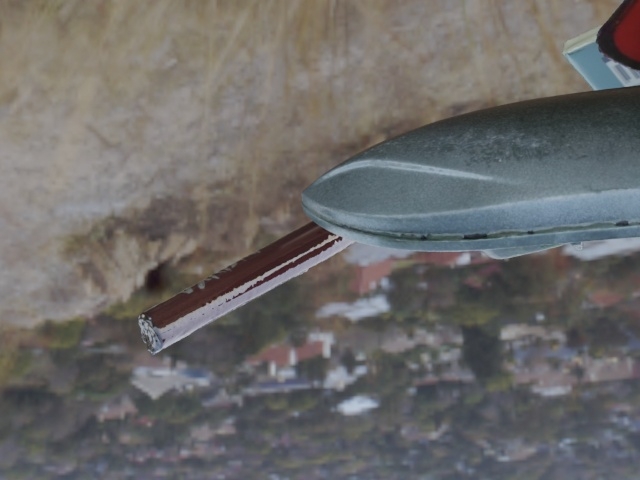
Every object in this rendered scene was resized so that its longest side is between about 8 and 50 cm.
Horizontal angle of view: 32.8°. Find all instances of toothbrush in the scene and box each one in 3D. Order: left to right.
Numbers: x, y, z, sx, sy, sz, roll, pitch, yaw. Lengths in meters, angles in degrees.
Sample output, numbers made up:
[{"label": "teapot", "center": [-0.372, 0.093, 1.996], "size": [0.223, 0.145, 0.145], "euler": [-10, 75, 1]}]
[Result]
[{"label": "toothbrush", "center": [0.000, -0.001, 0.958], "size": [0.364, 0.041, 0.041], "euler": [-29, 171, -27]}]

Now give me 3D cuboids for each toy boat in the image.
[{"label": "toy boat", "center": [0.139, -0.043, 0.794], "size": [0.320, 0.141, 0.092], "euler": [-5, 127, 15]}]

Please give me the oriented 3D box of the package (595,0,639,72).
[{"label": "package", "center": [0.314, -0.104, 0.621], "size": [0.269, 0.194, 0.071], "euler": [28, 142, 21]}]

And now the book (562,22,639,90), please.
[{"label": "book", "center": [0.444, -0.110, 1.038], "size": [0.264, 0.031, 0.379], "euler": [-24, 124, 37]}]
